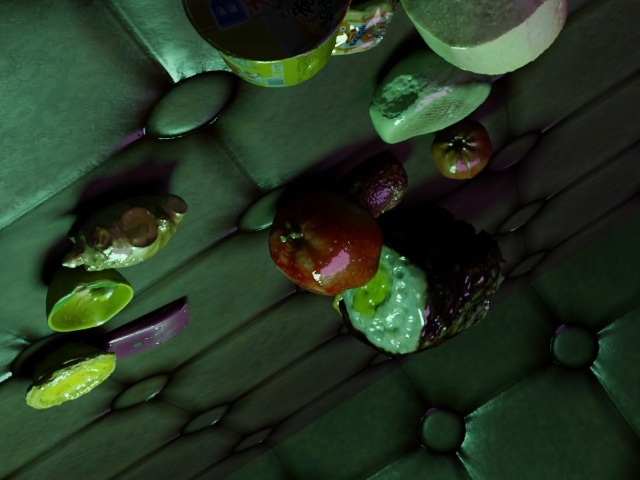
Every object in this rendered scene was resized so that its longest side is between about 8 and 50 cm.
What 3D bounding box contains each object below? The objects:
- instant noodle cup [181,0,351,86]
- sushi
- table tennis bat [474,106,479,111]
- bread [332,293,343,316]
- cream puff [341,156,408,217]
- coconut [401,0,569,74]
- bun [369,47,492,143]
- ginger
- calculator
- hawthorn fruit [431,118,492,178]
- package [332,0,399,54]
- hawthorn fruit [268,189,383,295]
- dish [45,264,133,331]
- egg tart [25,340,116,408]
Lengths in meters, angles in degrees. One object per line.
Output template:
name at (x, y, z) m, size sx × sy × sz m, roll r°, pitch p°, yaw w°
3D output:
instant noodle cup at (-0.057, -0.281, 1.419) m, size 0.205 × 0.205 × 0.153 m, roll -31°, pitch 167°, yaw -5°
sushi at (0.210, 0.095, 2.576) m, size 0.294 × 0.281 × 0.299 m, roll -21°, pitch 151°, yaw -44°
table tennis bat at (0.238, -0.240, 2.214) m, size 0.158 × 0.014 × 0.095 m, roll -16°, pitch 154°, yaw -32°
bread at (0.139, 0.123, 2.833) m, size 0.139 × 0.077 × 0.271 m, roll -45°, pitch 158°, yaw 26°
cream puff at (0.113, -0.097, 2.262) m, size 0.149 × 0.084 × 0.149 m, roll -27°, pitch 162°, yaw -10°
coconut at (0.225, -0.360, 1.606) m, size 0.239 × 0.239 × 0.244 m, roll -35°, pitch 162°, yaw 8°
bun at (0.177, -0.253, 1.957) m, size 0.221 × 0.108 × 0.221 m, roll -26°, pitch 168°, yaw -6°
ginger at (-0.308, -0.010, 1.815) m, size 0.216 × 0.102 × 0.157 m, roll -24°, pitch -177°, yaw -29°
calculator at (-0.348, 0.188, 2.325) m, size 0.190 × 0.034 × 0.127 m, roll -25°, pitch 161°, yaw -17°
hawthorn fruit at (0.279, -0.177, 2.283) m, size 0.128 × 0.128 × 0.128 m, roll -28°, pitch 160°, yaw -11°
package at (0.058, -0.316, 1.735) m, size 0.120 × 0.031 × 0.108 m, roll -20°, pitch 157°, yaw -29°
hawthorn fruit at (0.000, 0.000, 2.156) m, size 0.205 × 0.205 × 0.253 m, roll -38°, pitch 155°, yaw 15°
dish at (-0.393, 0.079, 1.928) m, size 0.148 × 0.080 × 0.208 m, roll -24°, pitch 160°, yaw -12°
egg tart at (-0.478, 0.248, 2.210) m, size 0.191 × 0.074 × 0.191 m, roll -29°, pitch 161°, yaw -11°
